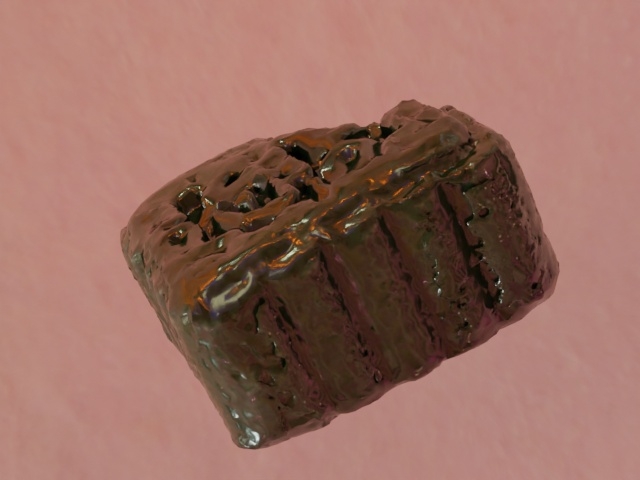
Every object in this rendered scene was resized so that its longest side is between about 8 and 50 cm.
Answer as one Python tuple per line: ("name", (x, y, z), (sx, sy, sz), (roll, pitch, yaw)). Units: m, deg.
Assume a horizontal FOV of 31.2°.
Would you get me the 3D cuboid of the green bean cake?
("green bean cake", (0.000, 0.000, 0.970), (0.300, 0.308, 0.169), (-29, 113, -10))
